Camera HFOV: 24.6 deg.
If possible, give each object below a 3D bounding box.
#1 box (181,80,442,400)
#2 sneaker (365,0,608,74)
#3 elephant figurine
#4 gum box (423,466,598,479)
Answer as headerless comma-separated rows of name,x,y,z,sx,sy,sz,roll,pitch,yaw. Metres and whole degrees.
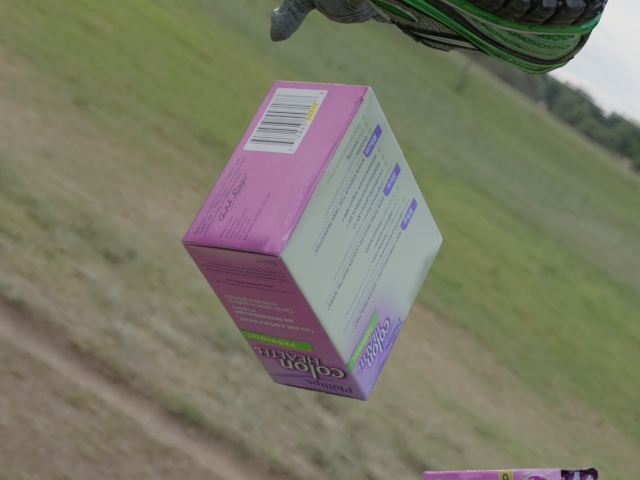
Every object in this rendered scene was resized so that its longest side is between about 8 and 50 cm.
box,0.000,0.000,1.468,0.117,0.213,0.243,7,-35,32
sneaker,0.060,-0.223,1.187,0.343,0.134,0.146,26,-27,12
elephant figurine,0.062,-0.333,1.789,0.169,0.239,0.186,15,6,-19
gum box,0.160,0.216,1.185,0.107,0.062,0.188,-5,-10,19
